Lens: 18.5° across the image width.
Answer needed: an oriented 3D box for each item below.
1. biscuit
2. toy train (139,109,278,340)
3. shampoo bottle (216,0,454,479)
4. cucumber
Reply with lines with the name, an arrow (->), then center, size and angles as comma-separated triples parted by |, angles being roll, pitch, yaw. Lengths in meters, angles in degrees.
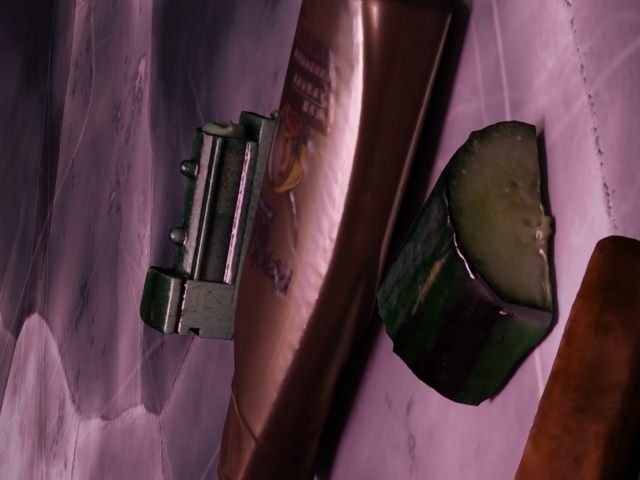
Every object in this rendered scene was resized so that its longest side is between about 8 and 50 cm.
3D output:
biscuit -> 0.091, 0.138, 0.796 | 0.257, 0.049, 0.273 | 68, -138, -76
toy train -> -0.057, -0.010, 1.367 | 0.071, 0.111, 0.170 | -152, 71, -65
shampoo bottle -> 0.000, 0.000, 1.237 | 0.125, 0.084, 0.350 | -124, 44, -60
cucumber -> 0.076, 0.012, 1.046 | 0.115, 0.062, 0.116 | 117, 155, -53
